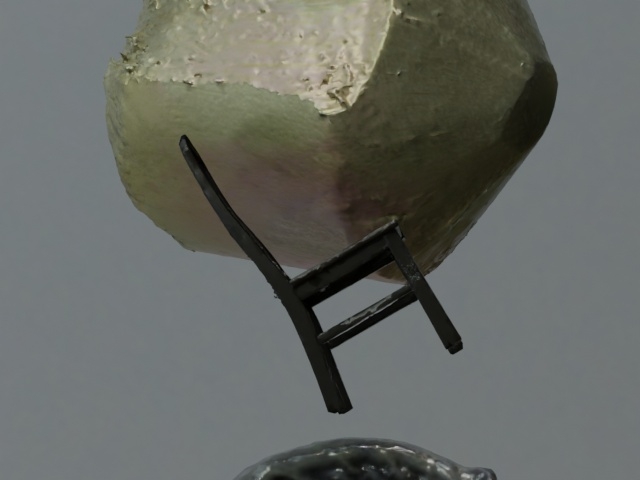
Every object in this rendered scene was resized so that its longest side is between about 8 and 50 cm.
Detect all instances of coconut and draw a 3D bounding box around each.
[{"bbox_3d":[0.023,-0.118,1.325,0.297,0.310,0.297,-10,-78,-62],"label":"coconut"}]

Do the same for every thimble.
[{"bbox_3d":[0.024,0.261,1.268,0.245,0.217,0.157,-22,-26,-14],"label":"thimble"}]

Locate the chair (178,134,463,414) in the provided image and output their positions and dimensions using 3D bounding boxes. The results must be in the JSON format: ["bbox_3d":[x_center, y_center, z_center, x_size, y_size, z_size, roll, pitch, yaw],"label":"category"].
[{"bbox_3d":[0.000,0.000,1.164,0.101,0.212,0.084,-29,-8,1],"label":"chair"}]
